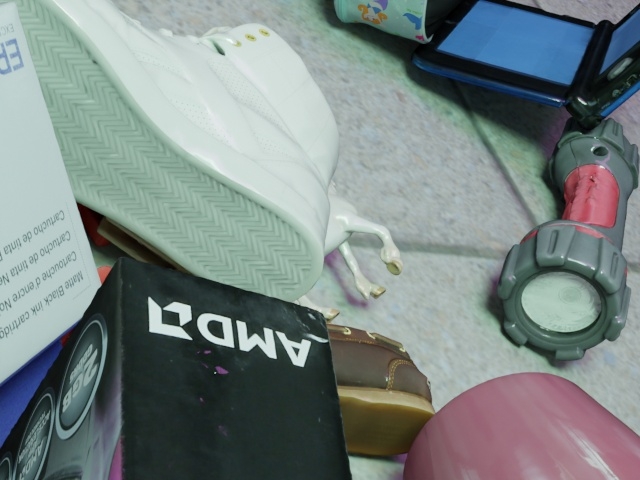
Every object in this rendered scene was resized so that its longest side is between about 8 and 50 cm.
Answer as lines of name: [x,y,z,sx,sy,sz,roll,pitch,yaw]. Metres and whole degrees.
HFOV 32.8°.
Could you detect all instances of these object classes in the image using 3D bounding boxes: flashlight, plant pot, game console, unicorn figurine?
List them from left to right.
unicorn figurine: [0.000,0.000,0.765,0.111,0.060,0.162,49,37,14]
plant pot: [0.133,0.177,0.593,0.201,0.201,0.180,16,26,-27]
flashlight: [0.224,-0.021,0.947,0.103,0.103,0.304,18,35,8]
game console: [0.262,-0.242,1.090,0.173,0.250,0.293,44,32,-5]

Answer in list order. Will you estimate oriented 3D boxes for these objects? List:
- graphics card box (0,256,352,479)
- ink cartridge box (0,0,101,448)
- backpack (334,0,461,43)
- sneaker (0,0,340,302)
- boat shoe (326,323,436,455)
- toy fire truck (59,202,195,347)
graphics card box: [-0.066,0.217,0.332,0.094,0.233,0.371,17,42,-25]
ink cartridge box: [-0.175,0.026,0.470,0.223,0.045,0.224,-49,130,-61]
backpack: [0.088,-0.319,1.052,0.191,0.225,0.253,16,38,8]
sneaker: [-0.110,-0.099,0.670,0.292,0.108,0.169,40,33,-18]
boat shoe: [-0.021,0.079,0.658,0.207,0.073,0.073,20,38,-34]
toy fire truck: [-0.113,-0.006,0.689,0.192,0.047,0.135,-12,59,-47]
